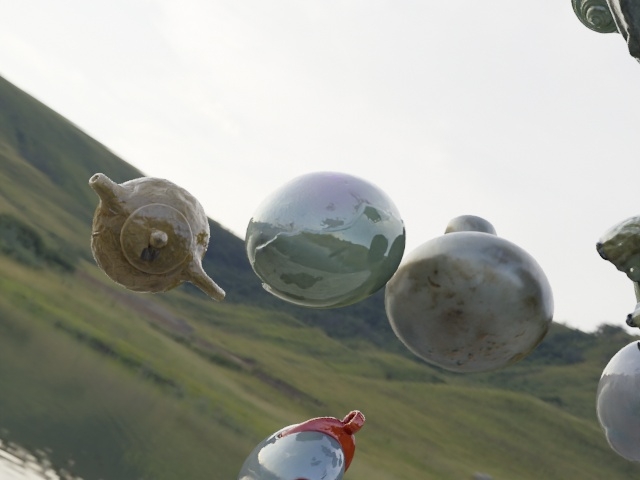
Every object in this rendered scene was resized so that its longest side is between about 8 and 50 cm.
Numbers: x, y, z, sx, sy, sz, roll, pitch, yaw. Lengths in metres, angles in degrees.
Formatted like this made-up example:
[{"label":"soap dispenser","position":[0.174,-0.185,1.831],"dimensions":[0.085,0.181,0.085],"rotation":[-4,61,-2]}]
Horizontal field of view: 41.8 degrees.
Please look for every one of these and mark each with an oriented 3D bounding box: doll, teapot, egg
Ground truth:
[{"label":"doll","position":[-0.076,0.312,0.949],"dimensions":[0.105,0.336,0.200],"rotation":[47,-4,-8]},{"label":"teapot","position":[-0.278,0.002,1.441],"dimensions":[0.311,0.203,0.167],"rotation":[46,-10,-17]},{"label":"doll","position":[0.577,0.275,1.363],"dimensions":[0.221,0.221,0.251],"rotation":[17,-34,45]},{"label":"egg","position":[0.000,0.000,1.084],"dimensions":[0.183,0.183,0.217],"rotation":[21,17,34]}]

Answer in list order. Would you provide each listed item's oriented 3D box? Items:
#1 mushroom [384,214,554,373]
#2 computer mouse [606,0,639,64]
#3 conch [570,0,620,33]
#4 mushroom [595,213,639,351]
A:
[{"label":"mushroom","position":[0.223,0.067,1.241],"dimensions":[0.244,0.243,0.243],"rotation":[28,-12,6]},{"label":"computer mouse","position":[0.293,-0.252,0.626],"dimensions":[0.374,0.203,0.114],"rotation":[46,8,-35]},{"label":"conch","position":[0.368,-0.306,0.976],"dimensions":[0.135,0.153,0.102],"rotation":[37,5,16]},{"label":"mushroom","position":[0.473,0.087,1.045],"dimensions":[0.164,0.266,0.190],"rotation":[-24,-18,24]}]
